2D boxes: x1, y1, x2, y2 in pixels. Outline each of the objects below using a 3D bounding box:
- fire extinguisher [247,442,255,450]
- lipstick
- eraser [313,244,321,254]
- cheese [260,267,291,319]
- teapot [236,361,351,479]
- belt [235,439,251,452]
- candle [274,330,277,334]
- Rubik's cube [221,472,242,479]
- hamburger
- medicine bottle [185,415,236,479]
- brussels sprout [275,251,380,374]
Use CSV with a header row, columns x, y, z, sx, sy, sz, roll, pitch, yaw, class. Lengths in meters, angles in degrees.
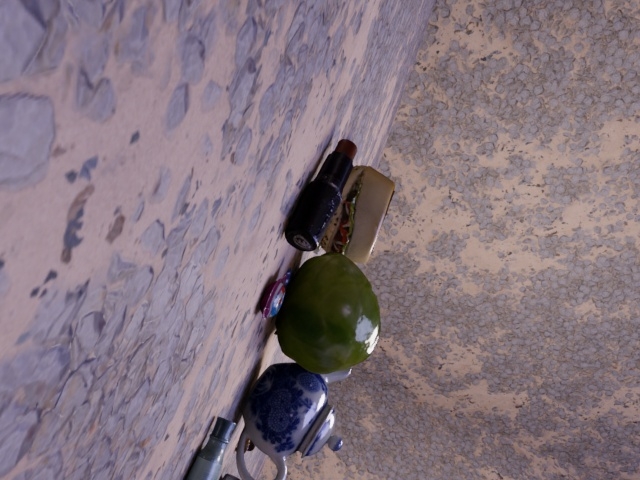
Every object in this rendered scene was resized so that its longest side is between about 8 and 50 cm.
x,y,z,sx,sy,sz,roll,pitch,yaw,class
-0.224,0.656,1.844,0.157,0.045,0.078,-44,132,-74,fire extinguisher
0.012,-0.106,1.130,0.081,0.081,0.300,103,12,-55,lipstick
0.000,0.000,1.670,0.038,0.019,0.083,-60,170,-61,eraser
-0.094,0.113,1.136,0.145,0.038,0.095,-59,169,-53,cheese
-0.062,0.474,1.437,0.424,0.280,0.252,-50,167,-32,teapot
-0.236,0.633,1.671,0.083,0.036,0.059,-52,163,-67,belt
-0.096,0.216,1.547,0.167,0.021,0.026,-62,170,-49,candle
-0.226,0.859,1.567,0.237,0.238,0.237,101,11,-56,Rubik's cube
0.102,-0.078,1.563,0.300,0.176,0.301,20,90,-83,hamburger
-0.228,0.457,1.056,0.090,0.053,0.209,93,18,-67,medicine bottle
0.025,0.197,1.401,0.344,0.268,0.345,16,90,-89,brussels sprout
